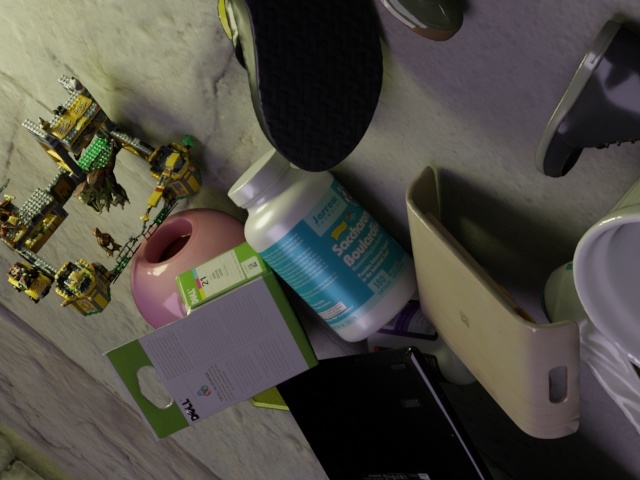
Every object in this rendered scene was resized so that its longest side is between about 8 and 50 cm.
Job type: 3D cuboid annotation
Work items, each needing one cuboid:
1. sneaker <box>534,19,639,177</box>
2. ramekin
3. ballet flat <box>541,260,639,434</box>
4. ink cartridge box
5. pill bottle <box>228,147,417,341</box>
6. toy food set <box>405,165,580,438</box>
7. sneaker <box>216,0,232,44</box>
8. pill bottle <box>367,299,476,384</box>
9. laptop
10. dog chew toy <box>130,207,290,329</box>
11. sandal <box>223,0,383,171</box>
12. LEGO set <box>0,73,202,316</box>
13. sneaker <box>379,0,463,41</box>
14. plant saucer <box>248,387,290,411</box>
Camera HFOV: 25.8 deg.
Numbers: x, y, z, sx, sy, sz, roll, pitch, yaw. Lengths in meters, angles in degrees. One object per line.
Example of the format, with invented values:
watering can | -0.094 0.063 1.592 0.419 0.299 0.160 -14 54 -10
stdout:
sneaker | 0.303 -0.116 1.449 0.118 0.083 0.222 32 148 11
ramekin | 0.419 0.033 1.471 0.277 0.135 0.277 28 149 19
ballet flat | 0.426 0.177 1.675 0.400 0.139 0.139 49 149 -10
ink cartridge box | -0.158 0.139 1.953 0.097 0.255 0.189 -116 1 -54
pill bottle | 0.000 0.000 1.870 0.264 0.146 0.146 45 149 -11
toy food set | 0.214 0.075 1.717 0.306 0.092 0.219 49 161 38
sneaker | -0.045 -0.222 1.702 0.082 0.069 0.209 0 132 42
pill bottle | 0.168 0.140 1.912 0.193 0.108 0.108 5 136 44
laptop | 0.193 0.286 2.039 0.382 0.236 0.408 -16 106 56
dog chew toy | -0.140 0.105 2.124 0.207 0.206 0.332 6 144 43
sandal | -0.046 -0.285 1.571 0.107 0.167 0.445 41 155 55
LEGO set | -0.345 -0.075 1.987 0.255 0.331 0.192 39 170 28
sneaker | 0.086 -0.295 1.463 0.192 0.064 0.086 46 154 -5
plant saucer | -0.093 0.227 2.374 0.188 0.045 0.188 0 132 47
